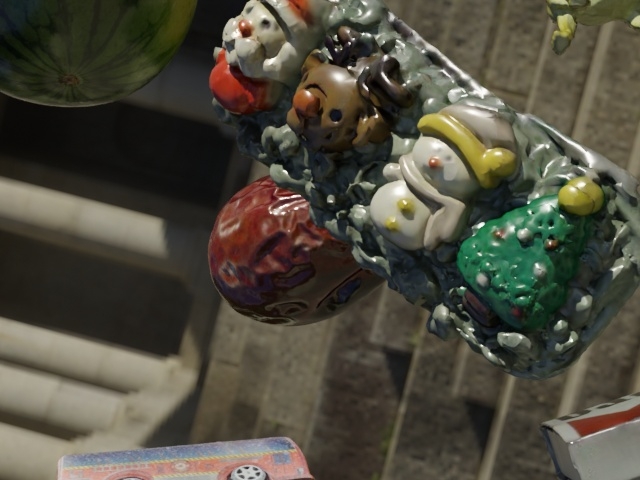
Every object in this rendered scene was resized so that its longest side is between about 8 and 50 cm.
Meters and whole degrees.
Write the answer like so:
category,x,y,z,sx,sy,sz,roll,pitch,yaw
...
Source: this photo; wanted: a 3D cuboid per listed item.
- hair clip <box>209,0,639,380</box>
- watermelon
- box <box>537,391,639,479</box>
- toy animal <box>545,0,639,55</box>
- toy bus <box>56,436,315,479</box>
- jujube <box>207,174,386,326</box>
category,x,y,z,sx,sy,sz,roll,pitch,yaw
hair clip,0.036,-0.058,0.851,0.138,0.321,0.091,-53,-35,6
watermelon,-0.127,-0.156,0.757,0.141,0.140,0.187,97,172,-57
box,0.204,0.082,0.761,0.115,0.177,0.036,73,178,-87
toy animal,0.305,-0.247,1.540,0.136,0.181,0.073,-94,4,-62
toy bus,-0.102,0.190,1.126,0.077,0.192,0.065,-110,19,-59
jujube,0.000,0.000,1.538,0.168,0.236,0.168,36,-134,-48
